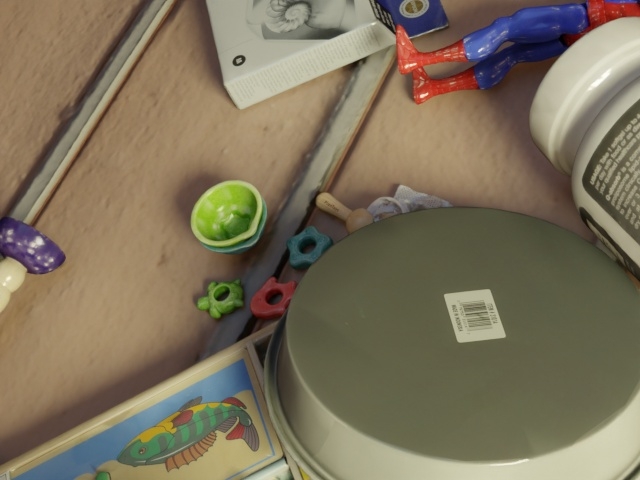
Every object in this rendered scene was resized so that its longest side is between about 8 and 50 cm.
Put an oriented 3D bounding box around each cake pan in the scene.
[{"bbox_3d":[0.103,0.074,0.794,0.293,0.054,0.293,-2,40,2],"label":"cake pan"}]

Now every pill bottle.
[{"bbox_3d":[0.279,-0.030,0.789,0.162,0.162,0.278,-33,52,-2],"label":"pill bottle"}]

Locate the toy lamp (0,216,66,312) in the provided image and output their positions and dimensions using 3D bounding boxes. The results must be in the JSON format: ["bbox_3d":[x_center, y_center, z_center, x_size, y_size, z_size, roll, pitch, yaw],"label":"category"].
[{"bbox_3d":[-0.333,0.106,0.994,0.080,0.080,0.274,16,65,29],"label":"toy lamp"}]

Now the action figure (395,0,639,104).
[{"bbox_3d":[0.209,-0.217,0.985,0.280,0.091,0.139,-8,66,17],"label":"action figure"}]

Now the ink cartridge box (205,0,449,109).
[{"bbox_3d":[-0.007,-0.259,1.131,0.224,0.045,0.223,-21,52,7],"label":"ink cartridge box"}]

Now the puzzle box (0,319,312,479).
[{"bbox_3d":[-0.108,0.224,0.815,0.409,0.052,0.272,-28,43,2],"label":"puzzle box"}]

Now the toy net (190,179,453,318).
[{"bbox_3d":[0.000,0.000,0.953,0.232,0.045,0.122,-7,55,17],"label":"toy net"}]
